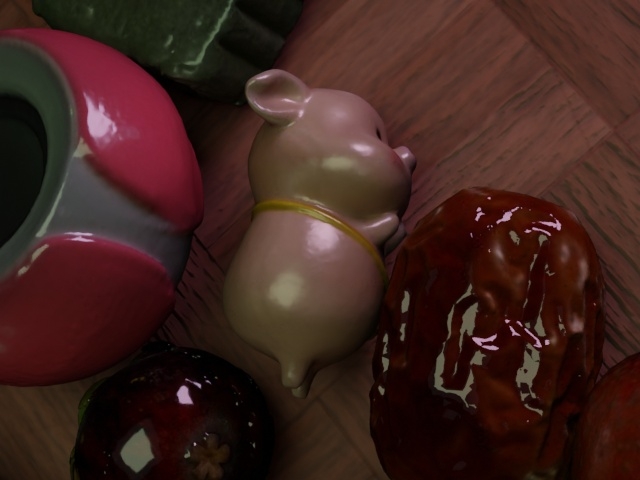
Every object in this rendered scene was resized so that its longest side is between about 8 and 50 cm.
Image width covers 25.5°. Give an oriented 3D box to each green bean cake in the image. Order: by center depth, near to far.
[{"bbox_3d":[-0.122,-0.249,1.241,0.227,0.125,0.222,28,95,24],"label":"green bean cake"}]

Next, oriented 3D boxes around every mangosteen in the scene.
[{"bbox_3d":[-0.130,0.163,1.169,0.180,0.166,0.166,14,86,48],"label":"mangosteen"}]

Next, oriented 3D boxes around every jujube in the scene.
[{"bbox_3d":[0.126,0.087,1.073,0.174,0.174,0.250,12,89,22],"label":"jujube"}]

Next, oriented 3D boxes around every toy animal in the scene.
[{"bbox_3d":[-0.001,0.001,1.133,0.149,0.165,0.248,4,73,-4],"label":"toy animal"}]

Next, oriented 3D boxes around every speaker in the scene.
[{"bbox_3d":[-0.234,-0.034,1.171,0.294,0.294,0.294,-3,81,20],"label":"speaker"}]

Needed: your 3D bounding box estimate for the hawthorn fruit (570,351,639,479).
[{"bbox_3d":[0.271,0.193,0.984,0.215,0.215,0.249,14,88,22],"label":"hawthorn fruit"}]
